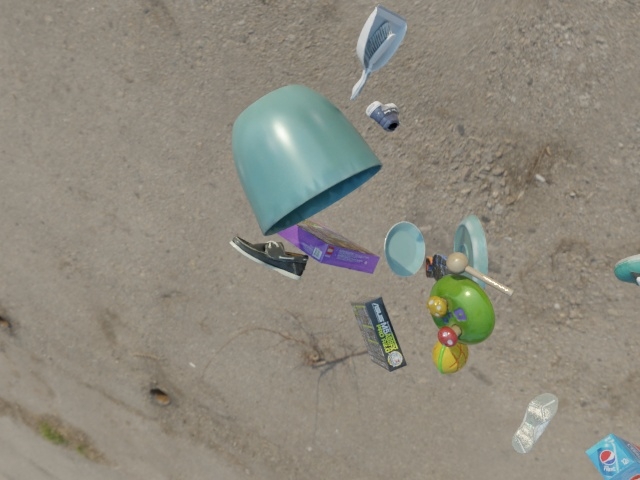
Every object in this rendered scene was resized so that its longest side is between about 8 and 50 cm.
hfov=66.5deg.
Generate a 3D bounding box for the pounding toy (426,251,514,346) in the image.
[{"bbox_3d":[0.320,0.165,1.170,0.183,0.110,0.237,43,138,31],"label":"pounding toy"}]

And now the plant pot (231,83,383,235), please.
[{"bbox_3d":[-0.053,-0.182,1.044,0.293,0.293,0.235,-33,87,36],"label":"plant pot"}]

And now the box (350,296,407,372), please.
[{"bbox_3d":[0.178,0.289,1.550,0.060,0.270,0.216,-19,84,-8],"label":"box"}]

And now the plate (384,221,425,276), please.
[{"bbox_3d":[0.280,0.030,1.650,0.024,0.188,0.188,-1,124,56],"label":"plate"}]

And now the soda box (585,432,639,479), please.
[{"bbox_3d":[0.648,0.471,1.010,0.210,0.067,0.071,29,112,-28],"label":"soda box"}]

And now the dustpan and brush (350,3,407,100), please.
[{"bbox_3d":[0.122,-0.429,1.153,0.211,0.147,0.060,-49,68,31],"label":"dustpan and brush"}]

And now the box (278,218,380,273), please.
[{"bbox_3d":[0.000,0.000,1.387,0.293,0.201,0.057,32,103,48],"label":"box"}]

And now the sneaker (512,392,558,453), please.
[{"bbox_3d":[0.487,0.413,1.112,0.054,0.152,0.061,34,176,35],"label":"sneaker"}]

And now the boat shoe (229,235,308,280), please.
[{"bbox_3d":[-0.135,0.032,1.306,0.233,0.084,0.079,25,94,-32],"label":"boat shoe"}]

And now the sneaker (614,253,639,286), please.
[{"bbox_3d":[0.926,0.109,1.270,0.302,0.121,0.108,-1,148,48],"label":"sneaker"}]

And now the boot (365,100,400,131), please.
[{"bbox_3d":[0.205,-0.360,1.458,0.086,0.190,0.069,50,120,13],"label":"boot"}]

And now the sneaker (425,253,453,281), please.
[{"bbox_3d":[0.376,0.077,1.457,0.087,0.221,0.083,-3,92,-1],"label":"sneaker"}]

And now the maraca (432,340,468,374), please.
[{"bbox_3d":[0.406,0.342,1.492,0.099,0.186,0.127,18,103,38],"label":"maraca"}]

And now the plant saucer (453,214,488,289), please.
[{"bbox_3d":[0.554,0.062,1.833,0.044,0.317,0.317,-3,122,-1],"label":"plant saucer"}]
